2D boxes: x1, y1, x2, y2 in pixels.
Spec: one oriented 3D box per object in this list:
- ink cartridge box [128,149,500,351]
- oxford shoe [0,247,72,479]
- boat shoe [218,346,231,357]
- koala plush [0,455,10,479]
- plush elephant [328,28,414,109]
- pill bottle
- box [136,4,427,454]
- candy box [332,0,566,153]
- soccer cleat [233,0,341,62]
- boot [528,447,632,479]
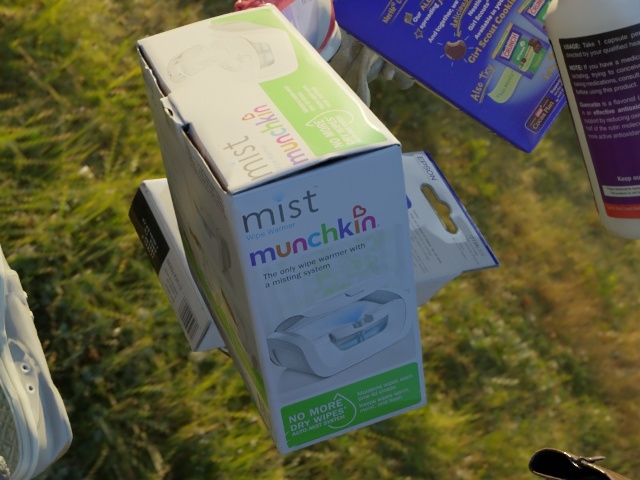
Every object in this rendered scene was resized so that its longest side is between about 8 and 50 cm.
[{"bbox_3d":[0.000,0.000,1.281,0.370,0.069,0.176,-10,57,-32],"label":"ink cartridge box"},{"bbox_3d":[-0.470,0.139,1.744,0.130,0.169,0.449,9,55,-57],"label":"oxford shoe"},{"bbox_3d":[-0.014,0.139,1.404,0.233,0.079,0.084,25,25,14],"label":"boat shoe"},{"bbox_3d":[-0.463,0.303,1.237,0.203,0.221,0.196,20,76,-77],"label":"koala plush"},{"bbox_3d":[0.106,-0.322,1.879,0.329,0.255,0.272,9,46,-30],"label":"plush elephant"},{"bbox_3d":[0.347,-0.174,1.284,0.181,0.181,0.323,-43,118,-55],"label":"pill bottle"},{"bbox_3d":[-0.036,-0.018,0.918,0.262,0.126,0.231,-125,-159,-54],"label":"box"},{"bbox_3d":[0.203,-0.309,1.552,0.317,0.268,0.122,34,5,-9],"label":"candy box"},{"bbox_3d":[-0.058,-0.184,1.174,0.318,0.108,0.116,-63,143,-56],"label":"soccer cleat"},{"bbox_3d":[0.372,0.319,1.362,0.207,0.248,0.090,36,76,-40],"label":"boot"}]
